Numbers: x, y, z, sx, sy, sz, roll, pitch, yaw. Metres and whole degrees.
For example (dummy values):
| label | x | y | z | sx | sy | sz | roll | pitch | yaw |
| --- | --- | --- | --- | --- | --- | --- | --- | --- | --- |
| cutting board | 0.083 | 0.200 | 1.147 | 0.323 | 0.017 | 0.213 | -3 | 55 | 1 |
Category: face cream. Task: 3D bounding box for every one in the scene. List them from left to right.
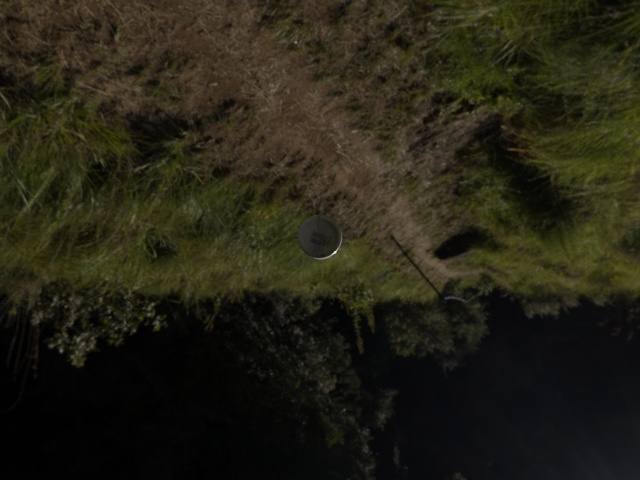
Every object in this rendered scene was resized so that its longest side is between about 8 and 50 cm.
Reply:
| label | x | y | z | sx | sy | sz | roll | pitch | yaw |
| --- | --- | --- | --- | --- | --- | --- | --- | --- | --- |
| face cream | 0.000 | 0.000 | 1.045 | 0.092 | 0.092 | 0.311 | -38 | 176 | -2 |
